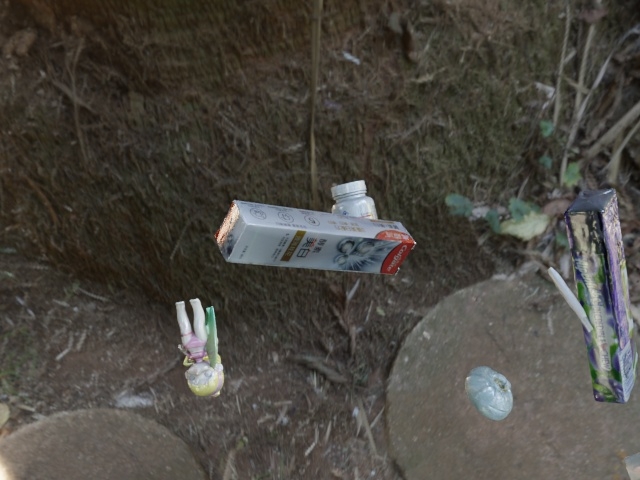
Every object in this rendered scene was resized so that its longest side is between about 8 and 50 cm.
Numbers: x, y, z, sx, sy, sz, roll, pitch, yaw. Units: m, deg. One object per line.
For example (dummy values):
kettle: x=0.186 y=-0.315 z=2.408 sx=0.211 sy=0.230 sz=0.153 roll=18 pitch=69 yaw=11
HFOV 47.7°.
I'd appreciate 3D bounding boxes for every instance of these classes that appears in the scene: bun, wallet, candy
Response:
bun: x=0.247 y=0.219 z=1.047 sx=0.083 sy=0.045 sz=0.083 roll=25 pitch=33 yaw=-18
wallet: x=0.305 y=0.071 z=0.883 sx=0.011 sy=0.044 sz=0.083 roll=-33 pitch=45 yaw=11
candy: x=0.407 y=0.082 z=1.042 sx=0.061 sy=0.312 sz=0.088 roll=0 pitch=23 yaw=37

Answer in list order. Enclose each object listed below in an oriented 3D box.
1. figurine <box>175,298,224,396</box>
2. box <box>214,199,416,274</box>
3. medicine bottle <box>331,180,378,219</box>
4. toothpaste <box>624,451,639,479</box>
figurine: x=-0.207 y=0.190 z=1.259 sx=0.083 sy=0.083 sz=0.187 roll=-15 pitch=99 yaw=-9
box: x=0.000 y=0.000 z=0.758 sx=0.218 sy=0.055 sz=0.039 roll=5 pitch=39 yaw=-35
medicine bottle: x=0.064 y=-0.033 z=1.302 sx=0.079 sy=0.079 sz=0.140 roll=-13 pitch=90 yaw=-8
toothpaste: x=0.431 y=0.401 z=0.841 sx=0.058 sy=0.056 sz=0.314 roll=-17 pitch=59 yaw=16
